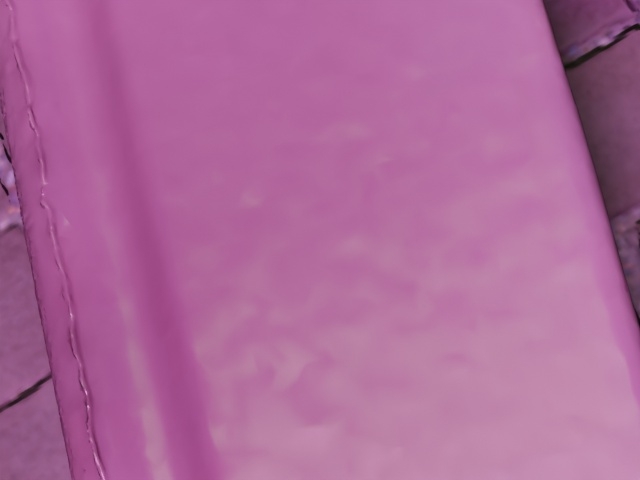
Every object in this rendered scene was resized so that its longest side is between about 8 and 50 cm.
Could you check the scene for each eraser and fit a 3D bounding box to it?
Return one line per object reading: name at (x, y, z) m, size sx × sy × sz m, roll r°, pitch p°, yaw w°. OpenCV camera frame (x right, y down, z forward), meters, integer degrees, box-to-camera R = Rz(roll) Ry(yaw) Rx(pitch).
eraser at (0.000, 0.000, 0.819) m, size 0.272 × 0.122 × 0.359 m, roll -16°, pitch 72°, yaw 2°
